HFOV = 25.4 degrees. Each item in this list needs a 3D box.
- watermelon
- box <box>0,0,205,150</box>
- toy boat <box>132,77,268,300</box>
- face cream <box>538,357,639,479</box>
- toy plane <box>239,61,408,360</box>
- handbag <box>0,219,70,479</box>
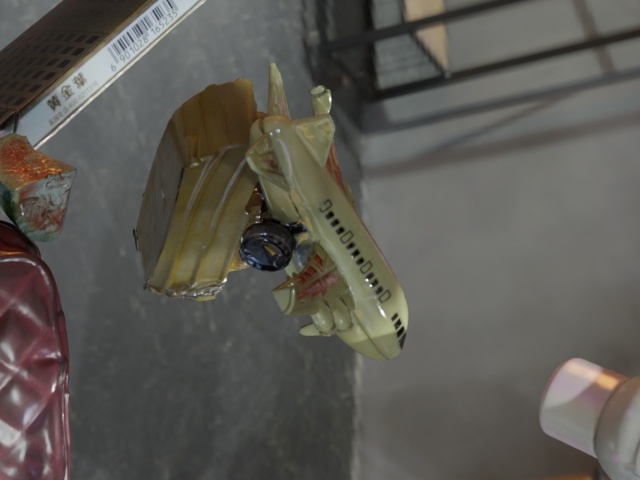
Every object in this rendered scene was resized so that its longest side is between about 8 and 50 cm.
[{"bbox_3d":[-0.201,-0.046,1.006,0.085,0.061,0.085,-17,90,-84],"label":"watermelon"},{"bbox_3d":[-0.279,-0.164,1.426,0.325,0.180,0.047,-45,123,-26],"label":"box"},{"bbox_3d":[-0.082,-0.034,1.171,0.310,0.115,0.089,118,-35,-60],"label":"toy boat"},{"bbox_3d":[0.258,0.143,0.877,0.082,0.269,0.082,-28,129,-41],"label":"face cream"},{"bbox_3d":[0.000,0.000,1.024,0.229,0.092,0.244,-79,156,-49],"label":"toy plane"},{"bbox_3d":[-0.252,0.098,0.989,0.135,0.146,0.225,-152,-121,-68],"label":"handbag"}]
